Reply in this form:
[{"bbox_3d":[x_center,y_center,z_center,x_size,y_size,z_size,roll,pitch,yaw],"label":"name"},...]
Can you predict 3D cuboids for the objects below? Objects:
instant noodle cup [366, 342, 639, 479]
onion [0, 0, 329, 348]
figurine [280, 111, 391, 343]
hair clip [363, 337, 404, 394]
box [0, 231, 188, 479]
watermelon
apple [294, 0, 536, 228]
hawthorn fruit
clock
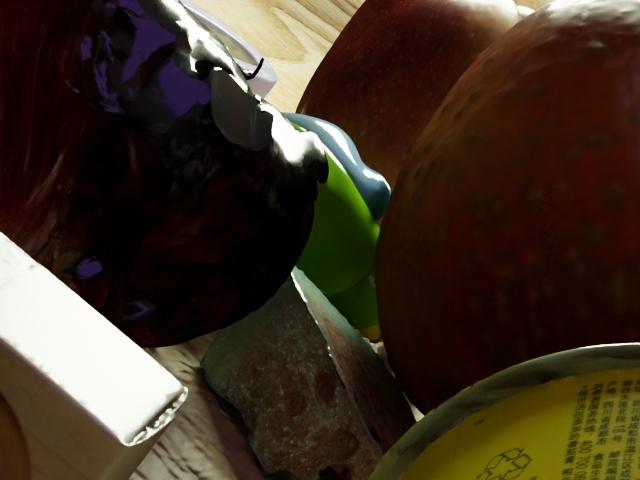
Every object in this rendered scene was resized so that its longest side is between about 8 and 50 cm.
[{"bbox_3d":[0.121,0.231,0.500,0.326,0.325,0.254,39,25,2],"label":"instant noodle cup"},{"bbox_3d":[-0.120,-0.042,0.863,0.281,0.221,0.280,40,39,-41],"label":"onion"},{"bbox_3d":[0.000,0.000,1.118,0.162,0.143,0.263,5,-32,43],"label":"figurine"},{"bbox_3d":[0.040,0.096,1.088,0.214,0.062,0.056,20,36,-44],"label":"hair clip"},{"bbox_3d":[-0.173,0.058,0.556,0.199,0.135,0.081,38,17,1],"label":"box"},{"bbox_3d":[0.023,0.144,0.908,0.154,0.094,0.241,39,14,-36],"label":"watermelon"},{"bbox_3d":[0.118,-0.107,1.394,0.288,0.316,0.288,21,12,-5],"label":"apple"},{"bbox_3d":[0.233,-0.017,0.993,0.403,0.403,0.403,35,17,-12],"label":"hawthorn fruit"},{"bbox_3d":[-0.146,-0.211,1.505,0.172,0.064,0.198,44,17,18],"label":"clock"}]
